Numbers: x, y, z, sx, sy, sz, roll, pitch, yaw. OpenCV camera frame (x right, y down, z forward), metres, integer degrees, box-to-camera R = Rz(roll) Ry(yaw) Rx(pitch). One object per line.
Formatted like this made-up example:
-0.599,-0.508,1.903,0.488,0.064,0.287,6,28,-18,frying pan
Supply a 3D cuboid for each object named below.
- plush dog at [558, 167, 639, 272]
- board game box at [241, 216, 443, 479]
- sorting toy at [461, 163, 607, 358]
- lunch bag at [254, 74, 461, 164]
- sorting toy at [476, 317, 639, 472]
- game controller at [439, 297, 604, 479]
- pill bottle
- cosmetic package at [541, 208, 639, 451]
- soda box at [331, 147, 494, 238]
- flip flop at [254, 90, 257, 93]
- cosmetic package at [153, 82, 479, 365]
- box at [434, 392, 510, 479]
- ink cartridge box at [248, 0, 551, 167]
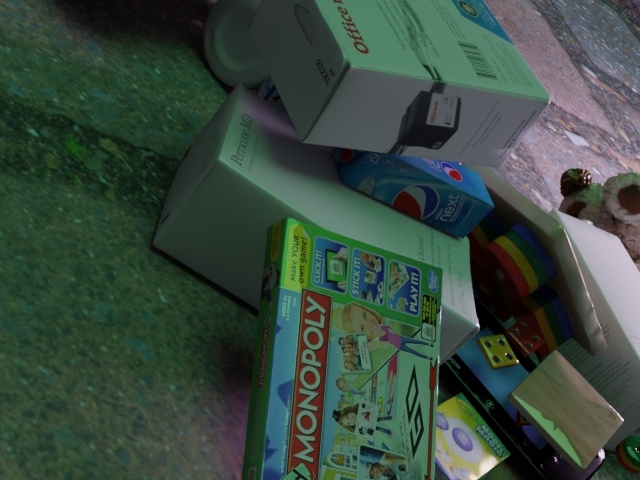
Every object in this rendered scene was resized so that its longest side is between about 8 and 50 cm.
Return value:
0.533,-0.036,2.062,0.225,0.262,0.210,12,34,38,plush dog
0.029,0.153,1.221,0.213,0.046,0.317,18,63,-29,board game box
0.272,0.033,1.647,0.257,0.089,0.255,48,-10,51,sorting toy
0.048,-0.134,1.590,0.303,0.243,0.115,37,29,-10,lunch bag
0.312,0.226,1.525,0.274,0.046,0.132,47,43,10,sorting toy
0.257,0.207,1.573,0.319,0.067,0.166,49,29,13,game controller
-0.048,-0.314,1.813,0.152,0.152,0.272,52,29,17,pill bottle
0.448,0.145,1.807,0.197,0.155,0.365,20,35,-37,cosmetic package
0.120,-0.080,1.467,0.210,0.067,0.071,23,33,-31,soda box
-0.008,-0.189,1.760,0.277,0.112,0.080,13,55,-51,flip flop
0.000,0.000,1.436,0.385,0.156,0.217,33,28,-18,cosmetic package
0.167,0.255,1.420,0.105,0.043,0.179,51,28,15,box
0.094,-0.219,1.411,0.307,0.129,0.223,5,45,-33,ink cartridge box
